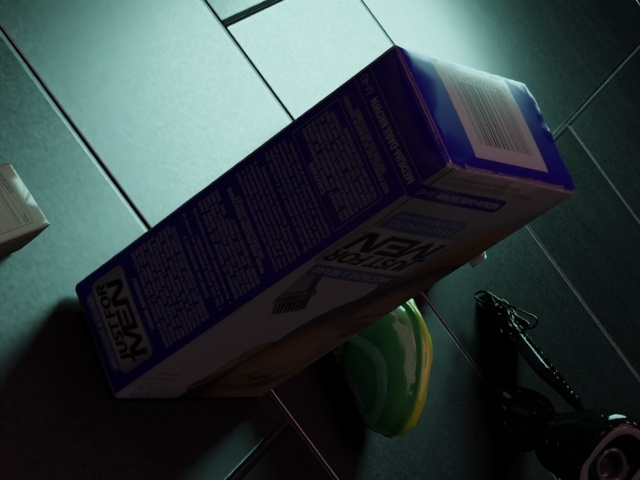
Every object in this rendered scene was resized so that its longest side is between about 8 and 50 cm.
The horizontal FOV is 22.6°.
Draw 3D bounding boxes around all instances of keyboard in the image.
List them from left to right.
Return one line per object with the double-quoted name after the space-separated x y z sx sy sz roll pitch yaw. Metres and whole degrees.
0.220 0.100 1.666 0.100 0.038 0.192 41 7 -26 "keyboard"

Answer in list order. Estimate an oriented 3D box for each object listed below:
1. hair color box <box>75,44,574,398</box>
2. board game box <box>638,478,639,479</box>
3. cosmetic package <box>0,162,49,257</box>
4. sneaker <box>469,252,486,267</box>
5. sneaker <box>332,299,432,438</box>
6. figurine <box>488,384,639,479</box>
0.000 0.000 1.210 0.185 0.338 0.110 7 56 -53 "hair color box"
0.393 0.340 1.757 0.186 0.026 0.126 53 29 -4 "board game box"
-0.255 -0.013 1.155 0.060 0.041 0.115 57 29 5 "cosmetic package"
0.099 -0.056 1.666 0.235 0.094 0.153 47 20 -33 "sneaker"
0.009 0.046 1.447 0.123 0.109 0.296 -9 68 -30 "sneaker"
0.280 0.230 1.591 0.215 0.092 0.209 42 -6 -25 "figurine"
